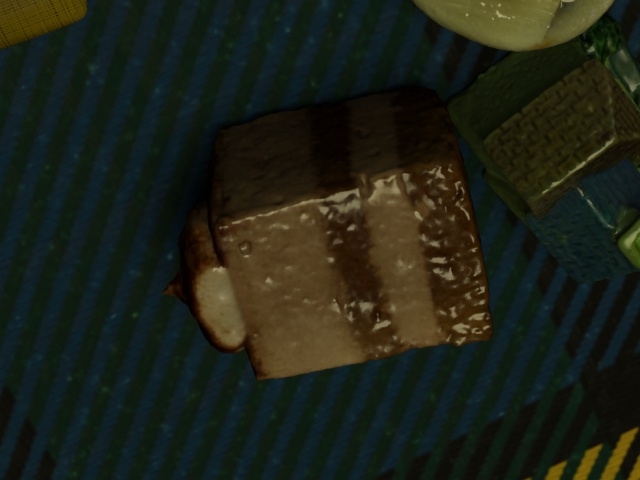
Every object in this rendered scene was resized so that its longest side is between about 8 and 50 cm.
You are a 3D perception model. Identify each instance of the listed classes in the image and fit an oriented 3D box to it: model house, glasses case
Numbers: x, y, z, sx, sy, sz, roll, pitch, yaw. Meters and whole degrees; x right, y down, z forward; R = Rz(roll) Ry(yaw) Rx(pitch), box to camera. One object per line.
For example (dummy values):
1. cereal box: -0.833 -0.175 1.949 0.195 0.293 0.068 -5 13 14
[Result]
1. model house: 0.252 -0.071 1.460 0.195 0.189 0.214 -33 113 9
2. glasses case: -0.318 -0.193 1.382 0.234 0.064 0.079 -19 118 0

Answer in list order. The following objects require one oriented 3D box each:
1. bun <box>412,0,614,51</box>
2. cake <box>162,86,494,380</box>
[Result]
1. bun: 0.168 -0.281 1.386 0.229 0.145 0.229 12 128 17
2. cake: 0.000 0.000 1.452 0.293 0.199 0.196 -14 120 2
